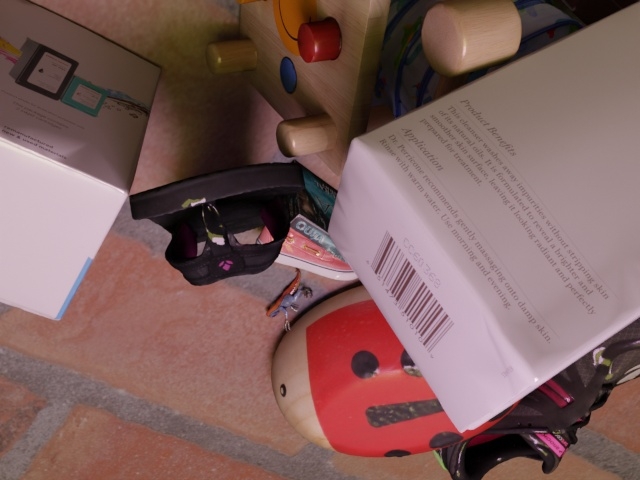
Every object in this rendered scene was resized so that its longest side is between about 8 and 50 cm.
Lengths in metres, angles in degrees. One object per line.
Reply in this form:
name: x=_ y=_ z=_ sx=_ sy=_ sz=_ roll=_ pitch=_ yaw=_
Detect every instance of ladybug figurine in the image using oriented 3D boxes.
ladybug figurine: x=0.132 y=0.215 z=1.106 sx=0.450 sy=0.162 sz=0.305 roll=-18 pitch=113 yaw=13

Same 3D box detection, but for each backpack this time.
backpack: x=0.187 y=-0.137 z=0.820 sx=0.290 sy=0.273 sz=0.355 roll=-23 pitch=114 yaw=-2

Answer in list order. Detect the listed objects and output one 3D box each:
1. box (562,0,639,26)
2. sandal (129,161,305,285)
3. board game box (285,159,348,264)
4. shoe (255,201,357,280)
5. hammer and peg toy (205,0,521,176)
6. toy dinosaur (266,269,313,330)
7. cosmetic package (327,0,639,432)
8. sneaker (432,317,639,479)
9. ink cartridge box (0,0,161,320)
box: x=0.362 y=-0.302 z=0.736 sx=0.169 sy=0.167 sz=0.203 roll=29 pitch=121 yaw=-27
sandal: x=-0.099 y=-0.010 z=0.789 sx=0.168 sy=0.446 sz=0.106 roll=-14 pitch=88 yaw=-6
board game box: x=0.029 y=-0.020 z=0.963 sx=0.186 sy=0.126 sz=0.026 roll=33 pitch=119 yaw=-29
shoe: x=0.000 y=0.000 z=1.016 sx=0.178 sy=0.063 sz=0.081 roll=15 pitch=116 yaw=-27
hammer and peg toy: x=0.007 y=-0.194 z=0.674 sx=0.128 sy=0.361 sz=0.265 roll=-15 pitch=135 yaw=-26
toy dinosaur: x=-0.054 y=0.094 z=1.118 sx=0.082 sy=0.047 sz=0.090 roll=-15 pitch=97 yaw=18
cosmetic package: x=0.225 y=-0.043 z=0.582 sx=0.385 sy=0.217 sz=0.156 roll=-26 pitch=159 yaw=-20
sneaker: x=0.404 y=0.278 z=1.196 sx=0.483 sy=0.202 sz=0.185 roll=-38 pitch=124 yaw=23
ink cartridge box: x=-0.315 y=-0.098 z=0.771 sx=0.197 sy=0.270 sz=0.198 roll=24 pitch=123 yaw=-21
